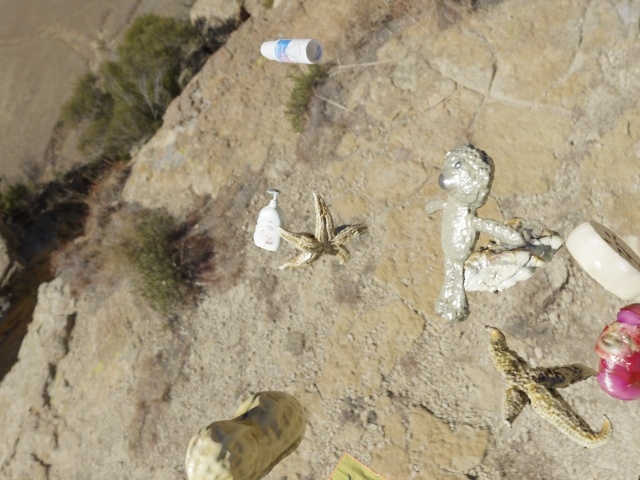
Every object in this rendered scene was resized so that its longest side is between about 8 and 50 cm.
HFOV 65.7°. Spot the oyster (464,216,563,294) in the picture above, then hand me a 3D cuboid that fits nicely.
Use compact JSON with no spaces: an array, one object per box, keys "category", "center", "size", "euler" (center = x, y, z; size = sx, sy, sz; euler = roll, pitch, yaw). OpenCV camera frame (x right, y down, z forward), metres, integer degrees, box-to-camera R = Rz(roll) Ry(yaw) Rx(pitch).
[{"category":"oyster","center":[0.533,0.042,1.447],"size":[0.354,0.107,0.201],"euler":[-37,48,-4]}]

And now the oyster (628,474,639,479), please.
[{"category":"oyster","center":[0.804,0.667,1.198],"size":[0.221,0.361,0.096],"euler":[24,100,36]}]

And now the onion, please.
[{"category":"onion","center":[0.480,0.170,0.705],"size":[0.140,0.150,0.150],"euler":[25,86,57]}]

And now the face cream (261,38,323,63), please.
[{"category":"face cream","center":[-0.048,-0.284,0.742],"size":[0.130,0.034,0.034],"euler":[27,87,47]}]

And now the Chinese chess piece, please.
[{"category":"Chinese chess piece","center":[0.817,0.055,1.407],"size":[0.103,0.250,0.249],"euler":[-51,47,29]}]

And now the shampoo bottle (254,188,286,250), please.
[{"category":"shampoo bottle","center":[-0.115,-0.053,1.197],"size":[0.077,0.045,0.151],"euler":[21,117,14]}]

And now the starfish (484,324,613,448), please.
[{"category":"starfish","center":[0.631,0.386,1.391],"size":[0.324,0.432,0.082],"euler":[5,112,15]}]

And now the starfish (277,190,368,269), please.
[{"category":"starfish","center":[0.000,0.000,1.166],"size":[0.236,0.277,0.062],"euler":[-23,55,2]}]

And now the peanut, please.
[{"category":"peanut","center":[-0.136,0.380,0.952],"size":[0.147,0.305,0.147],"euler":[7,104,31]}]

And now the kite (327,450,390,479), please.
[{"category":"kite","center":[0.061,0.695,1.195],"size":[0.328,0.013,0.377],"euler":[-33,34,15]}]

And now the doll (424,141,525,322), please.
[{"category":"doll","center":[0.226,-0.013,0.828],"size":[0.091,0.285,0.202],"euler":[-4,47,-12]}]
